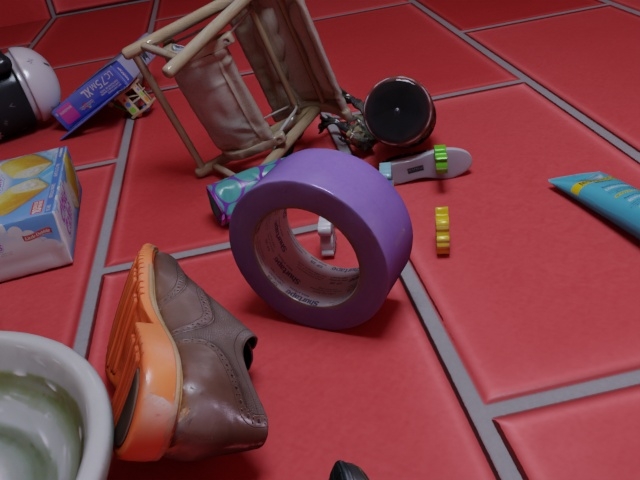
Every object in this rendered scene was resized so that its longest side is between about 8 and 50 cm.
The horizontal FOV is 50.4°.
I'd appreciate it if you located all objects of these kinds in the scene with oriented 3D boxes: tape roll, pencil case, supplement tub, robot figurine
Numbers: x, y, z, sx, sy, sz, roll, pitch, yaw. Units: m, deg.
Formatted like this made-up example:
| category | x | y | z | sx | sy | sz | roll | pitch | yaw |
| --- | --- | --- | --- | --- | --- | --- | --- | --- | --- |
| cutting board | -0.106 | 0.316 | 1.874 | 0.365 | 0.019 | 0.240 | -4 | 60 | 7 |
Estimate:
| category | x | y | z | sx | sy | sz | roll | pitch | yaw |
| --- | --- | --- | --- | --- | --- | --- | --- | --- | --- |
| tape roll | 0.000 | 0.000 | 0.746 | 0.189 | 0.189 | 0.080 | 7 | 34 | 25 |
| pencil case | -0.091 | -0.075 | 1.014 | 0.151 | 0.064 | 0.070 | -22 | 58 | -19 |
| supplement tub | 0.130 | -0.198 | 1.076 | 0.106 | 0.106 | 0.198 | -2 | 6 | 12 |
| robot figurine | -0.697 | -0.304 | 1.442 | 0.278 | 0.174 | 0.209 | -27 | 33 | -19 |

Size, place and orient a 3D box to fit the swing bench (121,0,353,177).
| category | x | y | z | sx | sy | sz | roll | pitch | yaw |
| --- | --- | --- | --- | --- | --- | --- | --- | --- | --- |
| swing bench | -0.118 | -0.246 | 1.067 | 0.254 | 0.253 | 0.165 | -40 | 41 | -17 |

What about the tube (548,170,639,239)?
| category | x | y | z | sx | sy | sz | roll | pitch | yaw |
| --- | --- | --- | --- | --- | --- | --- | --- | --- | --- |
| tube | 0.380 | -0.050 | 0.870 | 0.080 | 0.052 | 0.207 | -5 | 24 | -11 |

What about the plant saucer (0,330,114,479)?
| category | x | y | z | sx | sy | sz | roll | pitch | yaw |
| --- | --- | --- | --- | --- | --- | --- | --- | --- | --- |
| plant saucer | -0.355 | 0.233 | 0.546 | 0.400 | 0.101 | 0.400 | -7 | 32 | 4 |

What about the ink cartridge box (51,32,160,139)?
| category | x | y | z | sx | sy | sz | roll | pitch | yaw |
| --- | --- | --- | --- | --- | --- | --- | --- | --- | --- |
| ink cartridge box | -0.475 | -0.348 | 1.505 | 0.185 | 0.065 | 0.311 | -30 | 27 | 21 |

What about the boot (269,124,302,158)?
| category | x | y | z | sx | sy | sz | roll | pitch | yaw |
| --- | --- | --- | --- | --- | --- | --- | --- | --- | --- |
| boot | -0.099 | -0.177 | 1.217 | 0.114 | 0.037 | 0.106 | 5 | 35 | 28 |

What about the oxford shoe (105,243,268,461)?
| category | x | y | z | sx | sy | sz | roll | pitch | yaw |
| --- | --- | --- | --- | --- | --- | --- | --- | --- | --- |
| oxford shoe | -0.145 | 0.109 | 0.712 | 0.132 | 0.130 | 0.364 | 14 | 18 | -22 |

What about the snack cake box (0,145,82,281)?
| category | x | y | z | sx | sy | sz | roll | pitch | yaw |
| --- | --- | --- | --- | --- | --- | --- | --- | --- | --- |
| snack cake box | -0.459 | -0.044 | 1.042 | 0.152 | 0.089 | 0.264 | -14 | 31 | -9 |

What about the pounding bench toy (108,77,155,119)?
| category | x | y | z | sx | sy | sz | roll | pitch | yaw |
| --- | --- | --- | --- | --- | --- | --- | --- | --- | --- |
| pounding bench toy | -0.409 | -0.296 | 1.473 | 0.083 | 0.065 | 0.052 | -30 | 25 | 23 |

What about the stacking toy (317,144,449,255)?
| category | x | y | z | sx | sy | sz | roll | pitch | yaw |
| --- | --- | --- | --- | --- | --- | --- | --- | --- | --- |
| stacking toy | 0.092 | -0.059 | 0.936 | 0.167 | 0.052 | 0.221 | -2 | 38 | 10 |

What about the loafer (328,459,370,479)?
| category | x | y | z | sx | sy | sz | roll | pitch | yaw |
| --- | --- | --- | --- | --- | --- | --- | --- | --- | --- |
| loafer | 0.050 | 0.230 | 0.494 | 0.061 | 0.062 | 0.170 | 4 | 29 | -22 |

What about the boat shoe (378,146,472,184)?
| category | x | y | z | sx | sy | sz | roll | pitch | yaw |
| --- | --- | --- | --- | --- | --- | --- | --- | --- | --- |
| boat shoe | 0.157 | -0.118 | 1.036 | 0.142 | 0.049 | 0.040 | -9 | 30 | 5 |

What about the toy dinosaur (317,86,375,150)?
| category | x | y | z | sx | sy | sz | roll | pitch | yaw |
| --- | --- | --- | --- | --- | --- | --- | --- | --- | --- |
| toy dinosaur | 0.068 | -0.223 | 1.221 | 0.118 | 0.064 | 0.268 | 17 | 37 | 13 |
